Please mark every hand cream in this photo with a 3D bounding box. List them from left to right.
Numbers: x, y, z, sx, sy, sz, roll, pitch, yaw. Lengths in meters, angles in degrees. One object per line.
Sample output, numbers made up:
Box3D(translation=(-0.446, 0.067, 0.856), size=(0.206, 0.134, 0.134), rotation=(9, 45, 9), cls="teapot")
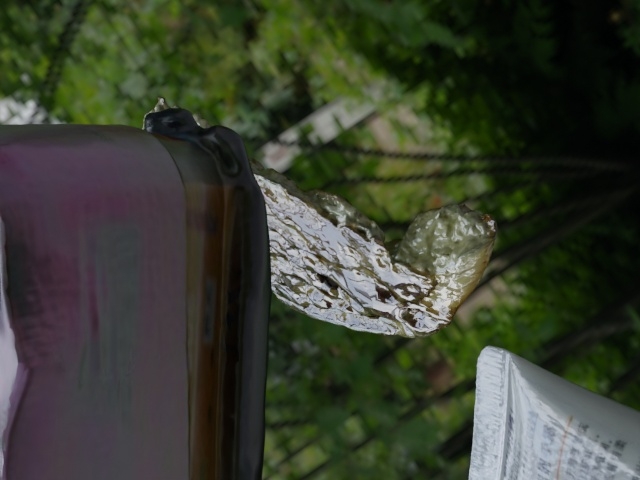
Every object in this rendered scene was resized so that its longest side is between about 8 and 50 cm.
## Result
Box3D(translation=(0.232, 0.181, 1.072), size=(0.314, 0.089, 0.140), rotation=(20, 122, 28), cls="hand cream")

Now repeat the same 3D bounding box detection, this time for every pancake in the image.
Box3D(translation=(0.000, 0.000, 1.010), size=(0.257, 0.056, 0.212), rotation=(28, 160, 24), cls="pancake")

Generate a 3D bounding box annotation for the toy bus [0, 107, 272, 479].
Box3D(translation=(-0.222, 0.033, 0.528), size=(0.162, 0.386, 0.171), rotation=(18, -106, -70), cls="toy bus")
